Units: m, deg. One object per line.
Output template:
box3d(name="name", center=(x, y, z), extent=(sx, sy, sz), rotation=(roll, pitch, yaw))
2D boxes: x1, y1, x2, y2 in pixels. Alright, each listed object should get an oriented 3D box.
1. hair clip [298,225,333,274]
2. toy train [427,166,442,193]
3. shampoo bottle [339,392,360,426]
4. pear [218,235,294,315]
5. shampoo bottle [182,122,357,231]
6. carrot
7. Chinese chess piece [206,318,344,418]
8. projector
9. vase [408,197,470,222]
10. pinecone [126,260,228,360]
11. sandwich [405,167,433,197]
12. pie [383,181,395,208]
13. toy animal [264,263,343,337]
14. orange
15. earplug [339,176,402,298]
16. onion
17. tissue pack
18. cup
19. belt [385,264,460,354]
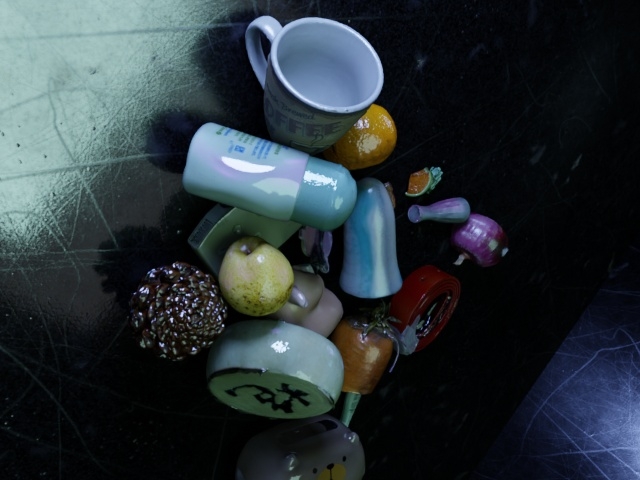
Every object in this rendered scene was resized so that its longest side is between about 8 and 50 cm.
box3d(name="hair clip", center=(-0.007, 0.003, 1.376), extent=(0.056, 0.186, 0.146), rotation=(-20, 142, 27))
box3d(name="toy train", center=(0.348, -0.191, 1.631), extent=(0.083, 0.033, 0.053), rotation=(-45, 139, -12))
box3d(name="shampoo bottle", center=(0.106, 0.580, 1.842), extent=(0.069, 0.041, 0.190), rotation=(-2, 114, -45))
box3d(name="pear", center=(-0.143, 0.075, 1.153), extent=(0.178, 0.178, 0.177), rotation=(-19, 124, -31))
box3d(name="shampoo bottle", center=(-0.094, -0.125, 1.086), extent=(0.350, 0.221, 0.151), rotation=(16, 108, -4))
box3d(name="carrot", center=(0.124, 0.342, 1.615), extent=(0.193, 0.214, 0.330), rotation=(15, 99, -46))
box3d(name="Chinese chess piece", center=(-0.116, 0.338, 1.325), extent=(0.349, 0.350, 0.146), rotation=(53, 36, -43))
box3d(name="projector", center=(-0.178, -0.041, 1.236), extent=(0.270, 0.088, 0.193), rotation=(-40, 132, -16))
box3d(name="vase", center=(0.380, -0.092, 1.683), extent=(0.214, 0.086, 0.086), rotation=(-6, 116, -32))
box3d(name="pinecone", center=(-0.324, 0.156, 1.148), extent=(0.222, 0.221, 0.221), rotation=(-19, 124, -31))
box3d(name="sandwich", center=(0.304, -0.176, 1.589), extent=(0.026, 0.070, 0.101), rotation=(-66, 170, -67))
box3d(name="pie", center=(0.184, -0.111, 1.537), extent=(0.092, 0.034, 0.169), rotation=(-32, 129, -18))
box3d(name="toy animal", center=(-0.053, 0.163, 1.381), extent=(0.256, 0.195, 0.212), rotation=(58, 37, -35))
box3d(name="orange", center=(0.093, -0.258, 1.283), extent=(0.194, 0.193, 0.161), rotation=(-22, 101, -30))
box3d(name="earplug", center=(0.143, -0.021, 1.468), extent=(0.185, 0.185, 0.323), rotation=(-17, 117, -32))
box3d(name="onion", center=(0.562, 0.001, 1.816), extent=(0.201, 0.201, 0.207), rotation=(-31, 124, -23))
box3d(name="tissue pack", center=(-0.056, 0.697, 1.612), extent=(0.388, 0.267, 0.276), rotation=(0, 110, -39))
box3d(name="cup", center=(-0.051, -0.321, 1.105), extent=(0.227, 0.301, 0.257), rotation=(-45, 179, -31))
box3d(name="belt", center=(0.343, 0.240, 1.807), extent=(0.323, 0.115, 0.227), rotation=(-52, 133, -7))
